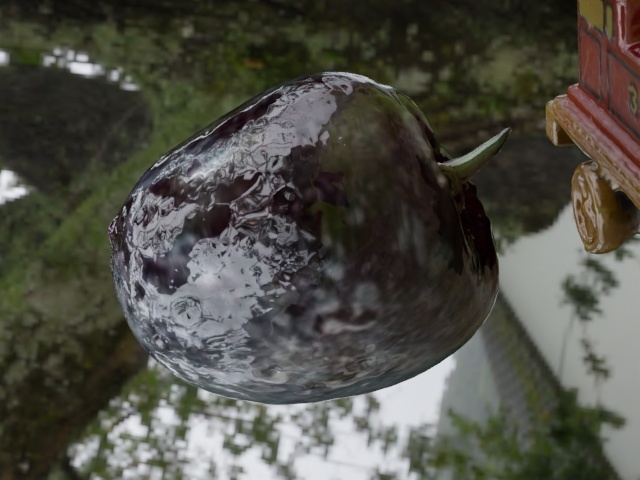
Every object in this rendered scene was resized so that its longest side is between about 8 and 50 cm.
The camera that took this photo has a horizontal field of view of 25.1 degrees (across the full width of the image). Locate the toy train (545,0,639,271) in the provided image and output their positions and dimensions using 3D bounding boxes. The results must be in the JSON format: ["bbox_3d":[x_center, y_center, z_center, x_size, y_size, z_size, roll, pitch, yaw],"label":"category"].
[{"bbox_3d":[0.278,-0.082,1.046,0.369,0.163,0.232,-112,11,-64],"label":"toy train"}]

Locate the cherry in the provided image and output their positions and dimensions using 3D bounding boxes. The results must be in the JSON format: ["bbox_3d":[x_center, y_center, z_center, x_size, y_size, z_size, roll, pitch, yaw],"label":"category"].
[{"bbox_3d":[0.000,0.000,0.991,0.255,0.296,0.218,24,-132,-71],"label":"cherry"}]
